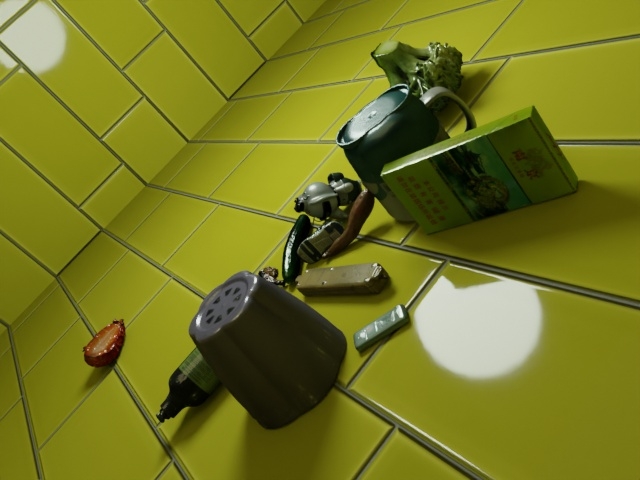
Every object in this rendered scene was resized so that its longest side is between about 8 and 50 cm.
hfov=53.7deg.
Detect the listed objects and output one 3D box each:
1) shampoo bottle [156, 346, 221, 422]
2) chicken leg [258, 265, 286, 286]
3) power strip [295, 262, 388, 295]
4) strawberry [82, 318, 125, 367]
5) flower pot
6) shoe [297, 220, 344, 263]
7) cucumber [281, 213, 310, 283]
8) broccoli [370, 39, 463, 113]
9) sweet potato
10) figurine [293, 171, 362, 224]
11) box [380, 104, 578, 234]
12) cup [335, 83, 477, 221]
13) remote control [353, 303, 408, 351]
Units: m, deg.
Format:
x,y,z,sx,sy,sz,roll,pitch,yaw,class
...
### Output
x,y,z,sx,sy,sz,roll,pitch,yaw,class
-0.281,0.311,1.484,0.284,0.101,0.101,-49,27,-12,shampoo bottle
-0.131,0.102,1.676,0.062,0.037,0.145,-30,24,-7,chicken leg
0.047,0.091,1.431,0.305,0.044,0.064,-9,41,51,power strip
-0.677,0.338,2.031,0.121,0.082,0.188,-6,30,21,strawberry
-0.125,0.203,1.281,0.265,0.243,0.265,-35,25,19,flower pot
0.000,0.000,1.614,0.143,0.064,0.071,-42,9,15,shoe
-0.066,0.013,1.690,0.056,0.056,0.284,-27,30,28,cucumber
0.266,-0.474,1.744,0.248,0.245,0.288,-50,27,-2,broccoli
0.074,-0.033,1.542,0.214,0.050,0.050,-59,21,19,sweet potato
0.018,-0.110,1.670,0.192,0.126,0.147,-16,6,-20,figurine
0.303,-0.125,1.239,0.335,0.187,0.047,-19,34,40,box
0.212,-0.213,1.430,0.289,0.257,0.219,-37,32,10,cup
0.117,0.171,1.240,0.124,0.018,0.053,-35,28,15,remote control
